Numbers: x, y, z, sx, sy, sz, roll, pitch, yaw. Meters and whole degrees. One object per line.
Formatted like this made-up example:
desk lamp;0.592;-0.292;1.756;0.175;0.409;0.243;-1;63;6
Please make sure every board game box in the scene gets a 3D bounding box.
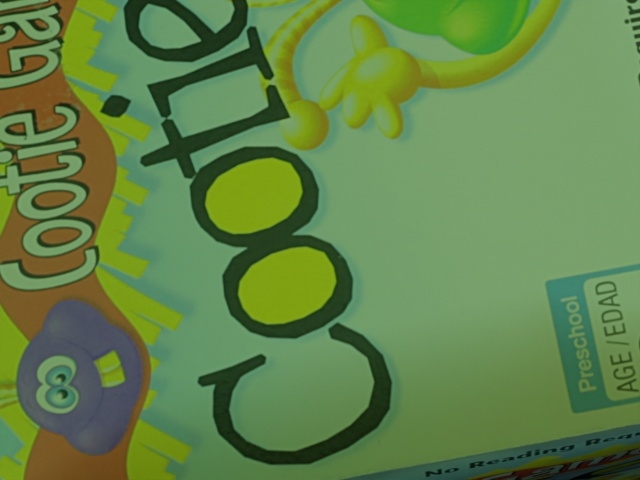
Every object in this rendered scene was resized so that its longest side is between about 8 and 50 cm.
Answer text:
board game box;0.000;0.000;0.454;0.275;0.142;0.144;77;3;-78
